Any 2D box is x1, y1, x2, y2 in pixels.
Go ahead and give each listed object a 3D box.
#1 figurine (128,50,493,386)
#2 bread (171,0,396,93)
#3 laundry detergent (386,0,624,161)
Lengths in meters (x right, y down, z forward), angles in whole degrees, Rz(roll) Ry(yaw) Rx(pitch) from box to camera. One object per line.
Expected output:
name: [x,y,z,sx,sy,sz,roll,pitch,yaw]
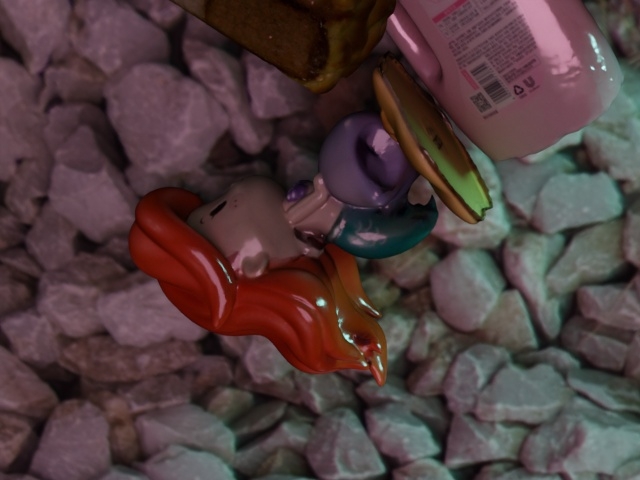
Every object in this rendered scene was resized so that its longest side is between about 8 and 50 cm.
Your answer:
figurine: [-0.003,0.000,0.839,0.257,0.181,0.208,-34,134,19]
bread: [-0.044,-0.220,0.743,0.222,0.096,0.181,35,145,9]
laundry detergent: [0.079,-0.213,0.790,0.335,0.088,0.159,50,144,-11]
